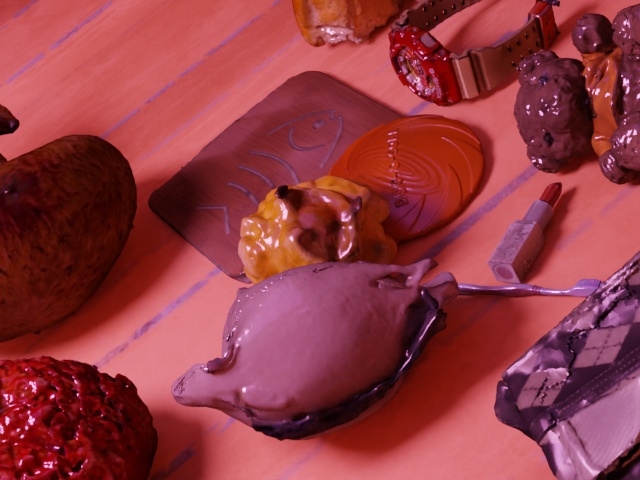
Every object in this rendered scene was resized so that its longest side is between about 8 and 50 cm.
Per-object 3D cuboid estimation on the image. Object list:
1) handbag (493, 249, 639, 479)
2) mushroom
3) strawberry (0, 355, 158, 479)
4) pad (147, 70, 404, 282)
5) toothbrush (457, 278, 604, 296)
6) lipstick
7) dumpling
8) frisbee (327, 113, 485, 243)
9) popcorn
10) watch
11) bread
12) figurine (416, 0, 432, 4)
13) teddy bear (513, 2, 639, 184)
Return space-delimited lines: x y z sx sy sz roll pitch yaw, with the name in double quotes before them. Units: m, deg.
"handbag" 0.309 0.167 1.097 0.317 0.180 0.416 -37 35 17
"mushroom" -0.387 -0.055 1.764 0.331 0.356 0.334 -7 -7 -7
"strawberry" -0.306 0.224 1.450 0.274 0.220 0.274 -24 36 19
"pad" -0.053 -0.089 1.793 0.284 0.018 0.286 -41 37 -9
"toothbrush" 0.188 0.047 1.451 0.193 0.013 0.019 -2 39 35
"lipstick" 0.213 -0.013 1.489 0.030 0.030 0.129 5 48 41
"dumpling" 0.001 0.114 1.420 0.293 0.204 0.163 -22 65 -11
"frisbee" 0.087 -0.075 1.636 0.192 0.035 0.192 -15 44 15
"popcorn" 0.000 0.000 1.536 0.167 0.152 0.148 -32 64 -23
"watch" 0.207 -0.264 1.752 0.268 0.102 0.165 -30 41 -11
"bread" 0.029 -0.368 1.882 0.121 0.245 0.174 28 58 31
"figurine" 0.171 -0.372 1.876 0.157 0.114 0.126 -29 1 14
"teddy bear" 0.288 -0.143 1.505 0.190 0.177 0.140 -7 -2 31
